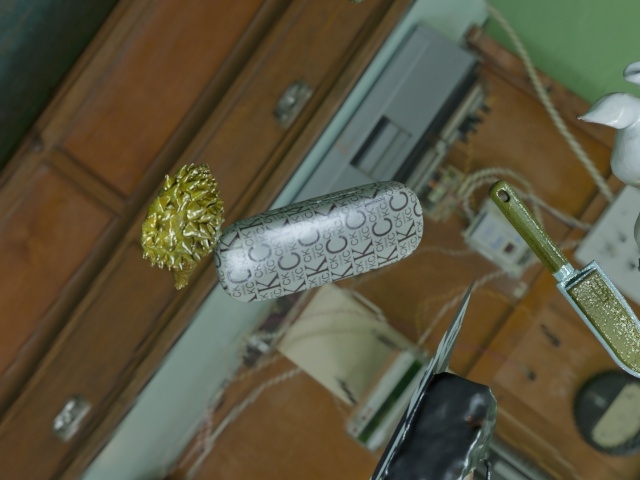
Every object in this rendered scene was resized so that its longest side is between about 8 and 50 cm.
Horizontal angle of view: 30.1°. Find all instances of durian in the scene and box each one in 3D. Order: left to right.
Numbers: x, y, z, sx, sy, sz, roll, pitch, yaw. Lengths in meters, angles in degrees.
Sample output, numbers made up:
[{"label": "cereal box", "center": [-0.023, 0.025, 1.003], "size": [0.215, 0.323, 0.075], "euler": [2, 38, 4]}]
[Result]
[{"label": "durian", "center": [-0.181, 0.000, 1.649], "size": [0.140, 0.078, 0.224], "euler": [-48, 155, -37]}]

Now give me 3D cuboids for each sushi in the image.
[{"label": "sushi", "center": [0.129, 0.253, 1.274], "size": [0.296, 0.100, 0.373], "euler": [-59, 166, -30]}]

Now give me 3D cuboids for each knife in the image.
[{"label": "knife", "center": [0.342, 0.053, 1.553], "size": [0.061, 0.343, 0.027], "euler": [-37, 180, 8]}]

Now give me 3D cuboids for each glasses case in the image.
[{"label": "glasses case", "center": [0.000, 0.000, 1.928], "size": [0.354, 0.085, 0.137], "euler": [-16, 114, -15]}]

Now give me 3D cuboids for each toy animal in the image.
[{"label": "toy animal", "center": [0.547, -0.116, 1.877], "size": [0.182, 0.310, 0.247], "euler": [-19, 165, 26]}]

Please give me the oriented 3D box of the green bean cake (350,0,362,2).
[{"label": "green bean cake", "center": [0.039, -0.539, 2.020], "size": [0.125, 0.227, 0.222], "euler": [-36, 175, 2]}]
